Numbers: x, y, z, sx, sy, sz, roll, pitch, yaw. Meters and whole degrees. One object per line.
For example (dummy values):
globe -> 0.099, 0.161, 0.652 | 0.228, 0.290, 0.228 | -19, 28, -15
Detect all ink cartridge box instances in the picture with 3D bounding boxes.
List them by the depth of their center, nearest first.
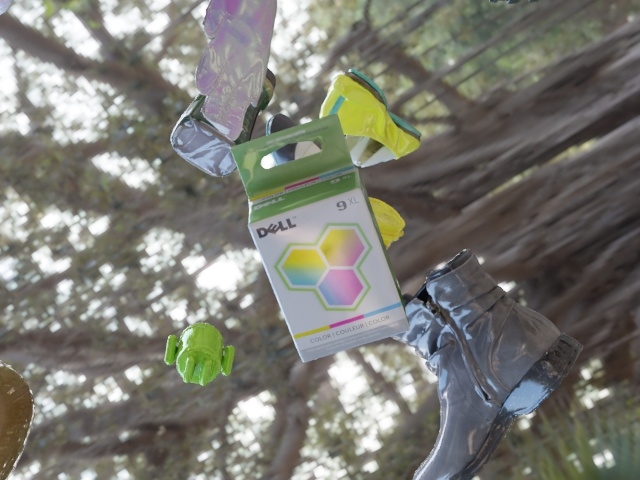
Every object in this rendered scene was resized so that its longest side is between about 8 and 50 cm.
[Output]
ink cartridge box -> 0.000, 0.000, 1.132 | 0.062, 0.109, 0.209 | -94, -15, -67

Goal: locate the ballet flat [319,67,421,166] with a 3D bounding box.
ballet flat -> 0.049, -0.121, 1.329 | 0.077, 0.077, 0.231 | 33, -178, 19

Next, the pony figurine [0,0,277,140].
pony figurine -> -0.082, -0.305, 0.987 | 0.303, 0.363, 0.351 | 33, -123, -33

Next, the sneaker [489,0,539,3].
sneaker -> 0.255, -0.291, 1.029 | 0.344, 0.134, 0.146 | -2, -135, -18

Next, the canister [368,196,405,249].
canister -> 0.024, 0.024, 1.684 | 0.126, 0.170, 0.073 | 10, -150, -38

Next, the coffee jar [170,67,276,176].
coffee jar -> -0.123, -0.173, 1.601 | 0.096, 0.079, 0.184 | 33, -138, -11

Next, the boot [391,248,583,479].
boot -> 0.169, 0.178, 1.618 | 0.223, 0.338, 0.118 | 39, -153, 7

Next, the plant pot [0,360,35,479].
plant pot -> -0.438, 0.226, 1.393 | 0.237, 0.237, 0.254 | 57, -160, -1

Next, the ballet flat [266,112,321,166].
ballet flat -> -0.015, -0.092, 1.717 | 0.074, 0.074, 0.203 | -90, -15, -54

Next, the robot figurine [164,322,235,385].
robot figurine -> -0.178, 0.166, 1.807 | 0.101, 0.067, 0.115 | 9, -152, -6
